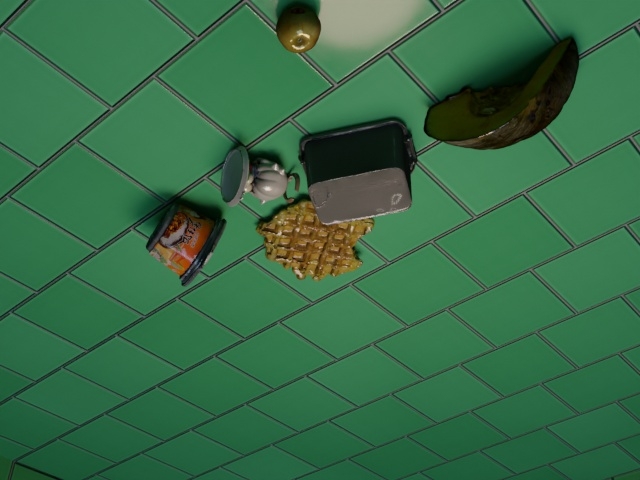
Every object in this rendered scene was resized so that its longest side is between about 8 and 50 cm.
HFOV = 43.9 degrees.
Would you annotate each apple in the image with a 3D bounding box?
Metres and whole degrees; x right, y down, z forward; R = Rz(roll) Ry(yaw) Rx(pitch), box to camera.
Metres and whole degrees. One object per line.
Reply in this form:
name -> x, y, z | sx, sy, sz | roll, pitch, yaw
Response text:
apple -> -0.039, -0.373, 1.409 | 0.084, 0.071, 0.084 | 0, 139, 0

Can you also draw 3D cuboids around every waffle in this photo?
waffle -> 0.000, -0.002, 1.847 | 0.291, 0.051, 0.291 | -1, 137, -1

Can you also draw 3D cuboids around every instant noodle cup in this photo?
instant noodle cup -> -0.307, -0.004, 1.771 | 0.125, 0.178, 0.208 | 34, 161, -14

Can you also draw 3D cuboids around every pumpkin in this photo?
pumpkin -> 0.367, -0.227, 1.503 | 0.312, 0.169, 0.148 | -26, 130, 27

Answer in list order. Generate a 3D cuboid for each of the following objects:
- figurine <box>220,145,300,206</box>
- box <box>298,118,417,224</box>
figurine -> -0.118, -0.122, 1.668 | 0.153, 0.132, 0.132 | 9, 139, -28
box -> 0.079, -0.134, 1.634 | 0.243, 0.135, 0.163 | -9, 138, 10
